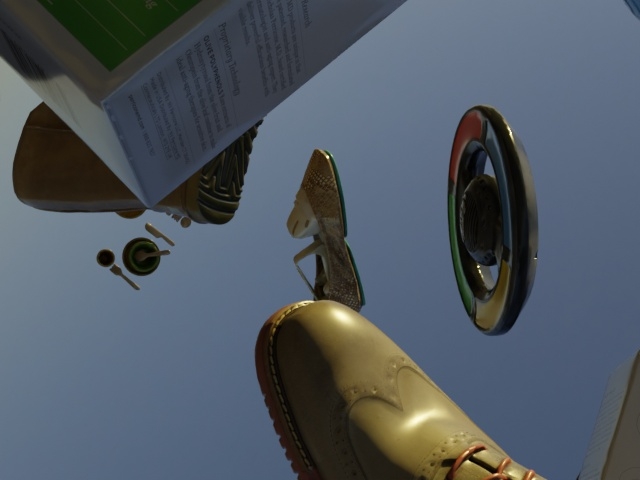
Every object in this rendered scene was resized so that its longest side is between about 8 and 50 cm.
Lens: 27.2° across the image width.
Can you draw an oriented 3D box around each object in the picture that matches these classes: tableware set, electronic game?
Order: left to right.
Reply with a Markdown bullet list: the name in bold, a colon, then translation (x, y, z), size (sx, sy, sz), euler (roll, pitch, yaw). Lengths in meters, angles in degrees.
- **tableware set**: translation (-0.219, -0.025, 1.627), size (0.154, 0.104, 0.024), euler (-54, -167, -14)
- **electronic game**: translation (0.163, -0.020, 1.305), size (0.229, 0.048, 0.229), euler (176, -90, -81)

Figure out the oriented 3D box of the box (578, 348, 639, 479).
- **box**: translation (0.276, 0.192, 1.035), size (0.091, 0.130, 0.170), euler (101, 10, -71)

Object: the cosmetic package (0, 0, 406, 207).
- **cosmetic package**: translation (-0.048, -0.223, 0.894), size (0.365, 0.197, 0.155), euler (-42, 159, -14)

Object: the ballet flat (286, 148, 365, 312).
- **ballet flat**: translation (0.000, 0.000, 1.455), size (0.067, 0.206, 0.073), euler (-18, -154, -10)

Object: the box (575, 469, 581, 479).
- **box**: translation (0.421, 0.292, 1.515), size (0.294, 0.183, 0.296), euler (-10, 132, -50)

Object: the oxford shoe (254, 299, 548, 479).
- **oxford shoe**: translation (0.104, 0.156, 0.767), size (0.123, 0.348, 0.130), euler (-38, 174, -43)

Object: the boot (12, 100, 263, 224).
- **boot**: translation (-0.185, -0.134, 1.354), size (0.269, 0.089, 0.236), euler (9, -104, 37)

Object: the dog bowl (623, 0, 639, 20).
- **dog bowl**: translation (0.198, -0.234, 0.555), size (0.297, 0.074, 0.166), euler (-57, -160, 11)
